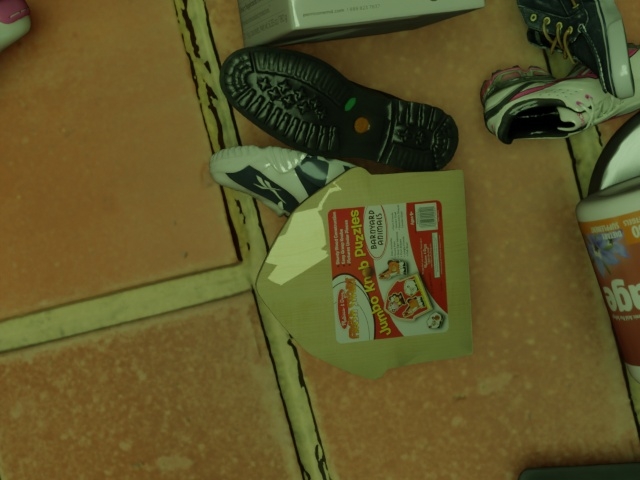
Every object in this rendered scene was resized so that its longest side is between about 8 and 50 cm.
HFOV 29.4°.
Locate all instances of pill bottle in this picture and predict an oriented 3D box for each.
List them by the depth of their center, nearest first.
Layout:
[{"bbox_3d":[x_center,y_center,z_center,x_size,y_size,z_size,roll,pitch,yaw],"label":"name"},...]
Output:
[{"bbox_3d":[0.308,0.051,1.047,0.121,0.121,0.216,-19,94,7],"label":"pill bottle"}]

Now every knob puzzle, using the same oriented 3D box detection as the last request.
[{"bbox_3d":[0.037,0.029,1.097,0.213,0.030,0.213,-1,96,-11],"label":"knob puzzle"}]

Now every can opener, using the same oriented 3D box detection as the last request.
[{"bbox_3d":[0.327,0.224,1.173,0.281,0.074,0.093,-8,61,4],"label":"can opener"}]

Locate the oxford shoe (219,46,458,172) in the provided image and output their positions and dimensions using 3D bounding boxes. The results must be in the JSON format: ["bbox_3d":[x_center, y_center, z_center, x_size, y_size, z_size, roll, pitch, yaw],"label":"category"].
[{"bbox_3d":[0.006,-0.116,1.122,0.227,0.096,0.082,20,94,-22],"label":"oxford shoe"}]

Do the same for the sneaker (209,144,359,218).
[{"bbox_3d":[0.000,0.000,1.155,0.235,0.094,0.153,12,89,-6],"label":"sneaker"}]

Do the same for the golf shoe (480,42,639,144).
[{"bbox_3d":[0.243,-0.125,1.119,0.186,0.086,0.067,-12,130,8],"label":"golf shoe"}]

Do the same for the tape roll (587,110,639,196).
[{"bbox_3d":[0.362,-0.030,1.131,0.219,0.072,0.219,0,96,4],"label":"tape roll"}]

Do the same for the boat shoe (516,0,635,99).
[{"bbox_3d":[0.226,-0.182,1.090,0.083,0.183,0.065,-14,133,12],"label":"boat shoe"}]

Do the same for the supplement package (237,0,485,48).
[{"bbox_3d":[0.012,-0.326,1.054,0.175,0.177,0.292,-10,95,-16],"label":"supplement package"}]

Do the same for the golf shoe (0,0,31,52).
[{"bbox_3d":[-0.389,-0.125,1.180,0.306,0.115,0.140,-29,104,14],"label":"golf shoe"}]
